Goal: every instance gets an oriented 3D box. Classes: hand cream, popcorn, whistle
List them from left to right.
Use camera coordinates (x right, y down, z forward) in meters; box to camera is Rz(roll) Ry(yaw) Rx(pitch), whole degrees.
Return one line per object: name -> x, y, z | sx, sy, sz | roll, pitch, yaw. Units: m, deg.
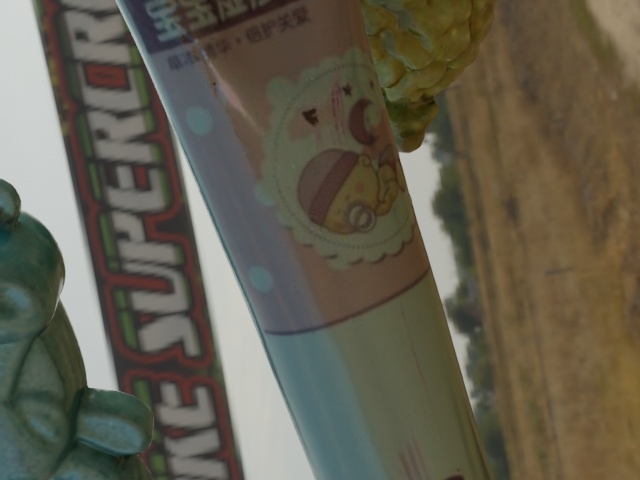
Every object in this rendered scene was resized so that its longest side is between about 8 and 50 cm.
whistle -> -0.168, 0.096, 0.689 | 0.093, 0.186, 0.274 | -99, 16, -65
hand cream -> 0.000, 0.000, 0.446 | 0.331, 0.085, 0.058 | 71, 167, -16
popcorn -> 0.041, -0.202, 1.177 | 0.205, 0.236, 0.252 | -8, -78, -54
